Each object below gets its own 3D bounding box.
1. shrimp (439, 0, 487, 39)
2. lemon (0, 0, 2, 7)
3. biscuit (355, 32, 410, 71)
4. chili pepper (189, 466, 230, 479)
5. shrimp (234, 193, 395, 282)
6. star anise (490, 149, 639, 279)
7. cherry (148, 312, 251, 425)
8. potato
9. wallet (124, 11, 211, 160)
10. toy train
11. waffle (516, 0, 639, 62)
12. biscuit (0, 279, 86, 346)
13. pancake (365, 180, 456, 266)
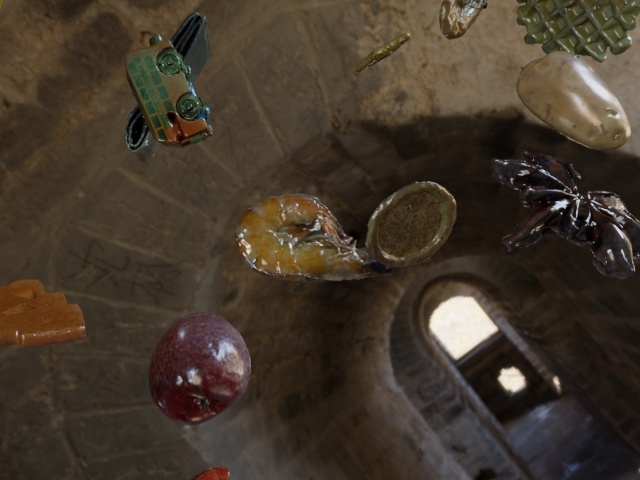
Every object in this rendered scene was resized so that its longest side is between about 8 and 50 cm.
[{"bbox_3d":[0.263,-0.433,1.159,0.180,0.041,0.099,-41,-50,-38],"label":"shrimp"},{"bbox_3d":[-0.484,-0.293,0.622,0.336,0.336,0.336,-36,-13,-9],"label":"lemon"},{"bbox_3d":[0.104,-0.318,1.074,0.083,0.018,0.081,-35,8,-16],"label":"biscuit"},{"bbox_3d":[-0.138,0.282,0.658,0.071,0.063,0.272,-17,-10,-1],"label":"chili pepper"},{"bbox_3d":[0.000,0.000,1.176,0.317,0.164,0.062,8,-5,-10],"label":"shrimp"},{"bbox_3d":[0.379,-0.038,0.964,0.212,0.283,0.129,-52,-16,-62],"label":"star anise"},{"bbox_3d":[-0.271,0.278,1.418,0.230,0.203,0.300,-47,29,24],"label":"cherry"},{"bbox_3d":[0.448,-0.255,1.123,0.161,0.234,0.128,14,-54,-23],"label":"potato"},{"bbox_3d":[-0.306,-0.294,1.273,0.290,0.054,0.251,-63,9,-5],"label":"wallet"},{"bbox_3d":[-0.252,-0.243,1.053,0.099,0.188,0.072,-25,0,2],"label":"toy train"},{"bbox_3d":[0.521,-0.514,1.285,0.056,0.309,0.291,-19,-54,-30],"label":"waffle"},{"bbox_3d":[-0.615,0.161,1.300,0.284,0.307,0.043,-38,-42,-65],"label":"biscuit"},{"bbox_3d":[0.100,-0.017,0.701,0.115,0.011,0.114,-11,-58,-19],"label":"pancake"}]
